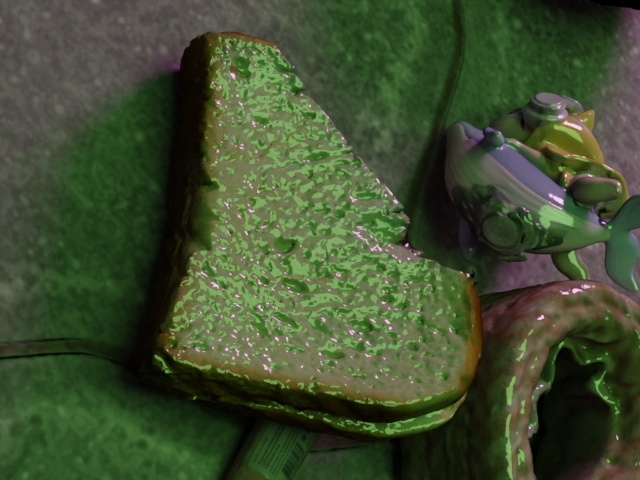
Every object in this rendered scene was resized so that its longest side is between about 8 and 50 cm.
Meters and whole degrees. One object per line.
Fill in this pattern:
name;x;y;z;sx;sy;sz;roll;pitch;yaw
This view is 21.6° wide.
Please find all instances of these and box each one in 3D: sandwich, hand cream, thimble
sandwich;-0.002;0.002;1.263;0.254;0.099;0.289;9;69;-13
hand cream;-0.020;0.130;1.289;0.067;0.043;0.210;42;55;-15
thimble;0.173;0.147;1.349;0.196;0.148;0.229;19;72;-31

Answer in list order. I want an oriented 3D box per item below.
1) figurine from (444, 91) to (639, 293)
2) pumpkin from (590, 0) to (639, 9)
figurine;0.190;-0.044;1.395;0.208;0.128;0.184;31;40;21
pumpkin;0.286;-0.355;1.496;0.295;0.296;0.296;8;75;-32
